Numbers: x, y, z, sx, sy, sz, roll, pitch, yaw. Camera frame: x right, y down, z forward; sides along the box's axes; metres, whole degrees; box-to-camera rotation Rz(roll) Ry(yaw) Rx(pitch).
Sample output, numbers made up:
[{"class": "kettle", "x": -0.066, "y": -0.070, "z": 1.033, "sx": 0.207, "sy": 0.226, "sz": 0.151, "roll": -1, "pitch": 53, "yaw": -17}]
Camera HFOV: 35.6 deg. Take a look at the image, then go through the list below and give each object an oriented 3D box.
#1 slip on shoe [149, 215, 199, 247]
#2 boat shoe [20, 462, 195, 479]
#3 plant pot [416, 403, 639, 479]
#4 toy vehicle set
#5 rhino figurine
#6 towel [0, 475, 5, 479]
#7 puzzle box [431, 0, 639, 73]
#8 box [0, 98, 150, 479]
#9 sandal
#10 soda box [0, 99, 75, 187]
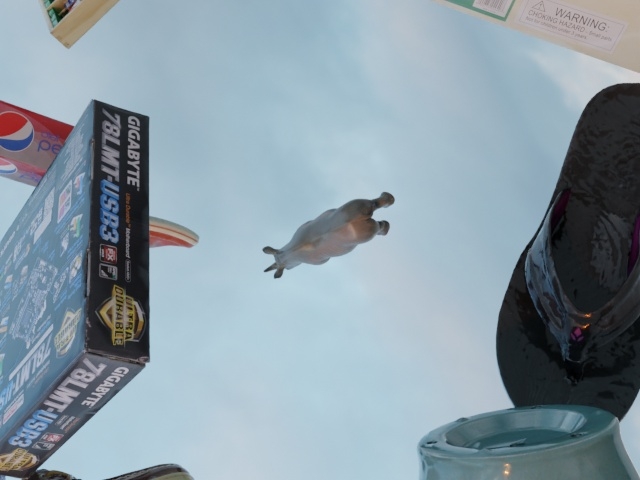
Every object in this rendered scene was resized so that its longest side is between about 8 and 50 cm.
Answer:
[{"class": "slip on shoe", "x": -0.420, "y": -0.008, "z": 2.076, "sx": 0.123, "sy": 0.332, "sz": 0.101, "roll": -159, "pitch": 74, "yaw": -77}, {"class": "boat shoe", "x": -0.312, "y": 0.313, "z": 1.144, "sx": 0.123, "sy": 0.342, "sz": 0.123, "roll": 74, "pitch": 173, "yaw": -51}, {"class": "plant pot", "x": 0.196, "y": 0.290, "z": 0.901, "sx": 0.272, "sy": 0.272, "sz": 0.255, "roll": -11, "pitch": -89, "yaw": -63}, {"class": "toy vehicle set", "x": -0.348, "y": -0.396, "z": 1.484, "sx": 0.035, "sy": 0.166, "sz": 0.267, "roll": 43, "pitch": -173, "yaw": -36}, {"class": "rhino figurine", "x": 0.000, "y": 0.000, "z": 1.529, "sx": 0.106, "sy": 0.243, "sz": 0.073, "roll": -20, "pitch": -95, "yaw": -58}, {"class": "towel", "x": -0.441, "y": 0.261, "z": 1.324, "sx": 0.227, "sy": 0.076, "sz": 0.308, "roll": 109, "pitch": 169, "yaw": -74}, {"class": "puzzle box", "x": 0.257, "y": -0.305, "z": 0.923, "sx": 0.409, "sy": 0.272, "sz": 0.052, "roll": 19, "pitch": -131, "yaw": -2}, {"class": "box", "x": -0.268, "y": 0.056, "z": 1.030, "sx": 0.073, "sy": 0.295, "sz": 0.293, "roll": 16, "pitch": -131, "yaw": -31}, {"class": "sandal", "x": 0.301, "y": 0.007, "z": 1.113, "sx": 0.107, "sy": 0.168, "sz": 0.445, "roll": 56, "pitch": -131, "yaw": -63}, {"class": "soda box", "x": -0.422, "y": -0.134, "z": 1.450, "sx": 0.263, "sy": 0.092, "sz": 0.083, "roll": 18, "pitch": -112, "yaw": -30}]
